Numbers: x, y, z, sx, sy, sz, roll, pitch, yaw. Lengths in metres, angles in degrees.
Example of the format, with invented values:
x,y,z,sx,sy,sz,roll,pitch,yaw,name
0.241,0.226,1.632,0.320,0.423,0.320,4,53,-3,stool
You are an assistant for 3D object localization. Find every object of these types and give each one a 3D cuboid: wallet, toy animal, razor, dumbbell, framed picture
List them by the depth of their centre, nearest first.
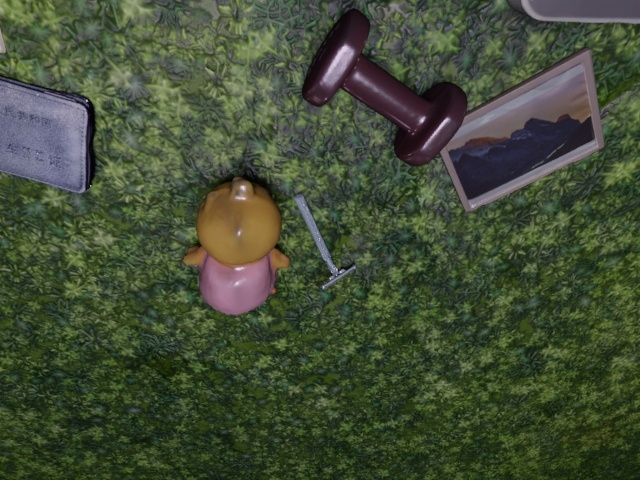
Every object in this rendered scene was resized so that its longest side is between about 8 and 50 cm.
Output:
x,y,z,sx,sy,sz,roll,pitch,yaw,name
0.094,-0.218,0.606,0.225,0.124,0.140,28,118,-21,dumbbell
-0.478,-0.174,0.651,0.222,0.036,0.167,15,122,-13,wallet
0.350,-0.178,0.717,0.265,0.018,0.192,-28,123,14,framed picture
-0.146,0.007,0.718,0.195,0.169,0.281,4,125,-10,toy animal
-0.003,-0.003,0.807,0.084,0.036,0.211,-32,117,-11,razor

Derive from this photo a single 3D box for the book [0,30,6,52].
x,y,z,sx,sy,sz,roll,pitch,yaw,name
-0.512,-0.309,0.569,0.111,0.014,0.077,4,124,-7,book

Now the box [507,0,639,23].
x,y,z,sx,sy,sz,roll,pitch,yaw,name
0.445,-0.465,0.482,0.373,0.090,0.367,-2,124,-4,box
